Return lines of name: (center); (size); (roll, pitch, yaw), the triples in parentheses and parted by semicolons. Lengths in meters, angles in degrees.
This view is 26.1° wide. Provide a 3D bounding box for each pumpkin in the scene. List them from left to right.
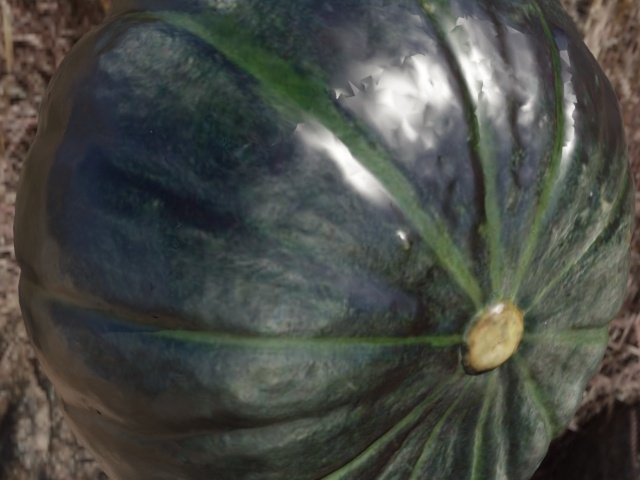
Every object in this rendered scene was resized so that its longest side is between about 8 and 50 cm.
pumpkin: (0.000, 0.000, 0.525); (0.250, 0.250, 0.216); (-34, 21, -31)
